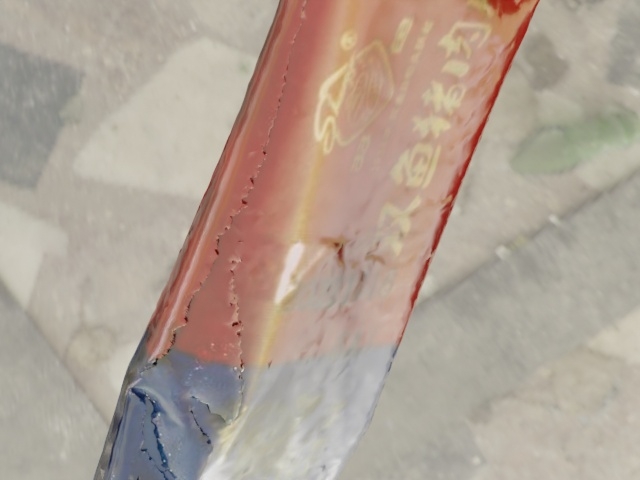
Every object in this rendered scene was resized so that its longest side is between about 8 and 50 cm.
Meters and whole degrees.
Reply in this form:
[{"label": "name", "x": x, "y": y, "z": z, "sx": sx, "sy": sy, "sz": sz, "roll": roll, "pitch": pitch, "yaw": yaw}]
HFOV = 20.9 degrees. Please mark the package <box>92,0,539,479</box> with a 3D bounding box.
[{"label": "package", "x": 0.000, "y": 0.000, "z": 0.355, "sx": 0.083, "sy": 0.022, "sz": 0.200, "roll": -3, "pitch": 118, "yaw": -53}]
